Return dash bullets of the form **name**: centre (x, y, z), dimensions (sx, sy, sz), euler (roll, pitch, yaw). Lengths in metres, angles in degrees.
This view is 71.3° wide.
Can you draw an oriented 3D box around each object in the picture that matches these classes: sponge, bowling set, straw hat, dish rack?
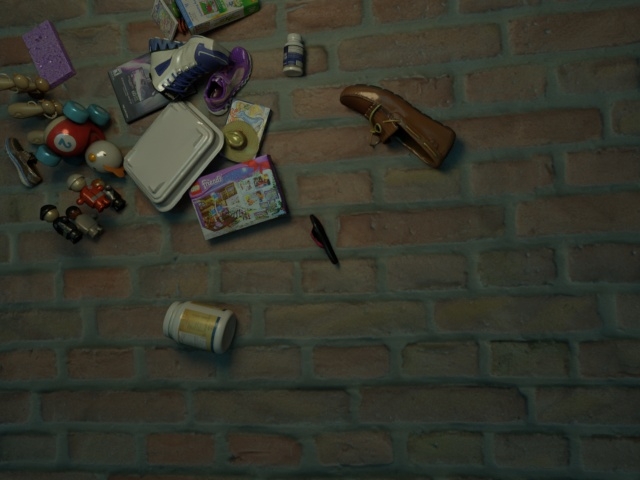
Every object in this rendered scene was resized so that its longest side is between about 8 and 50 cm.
- **sponge**: centre (-0.967, -0.660, 1.589), dimensions (0.117, 0.031, 0.210), euler (-26, 86, 7)
- **bowling set**: centre (-0.959, -0.487, 1.521), dimensions (0.154, 0.287, 0.200), euler (-5, 56, 2)
- **straw hat**: centre (-0.273, -0.326, 1.443), dimensions (0.144, 0.061, 0.145), euler (0, 91, 8)
- **dish rack**: centre (-0.500, -0.293, 1.464), dimensions (0.333, 0.072, 0.285), euler (-48, 64, 4)

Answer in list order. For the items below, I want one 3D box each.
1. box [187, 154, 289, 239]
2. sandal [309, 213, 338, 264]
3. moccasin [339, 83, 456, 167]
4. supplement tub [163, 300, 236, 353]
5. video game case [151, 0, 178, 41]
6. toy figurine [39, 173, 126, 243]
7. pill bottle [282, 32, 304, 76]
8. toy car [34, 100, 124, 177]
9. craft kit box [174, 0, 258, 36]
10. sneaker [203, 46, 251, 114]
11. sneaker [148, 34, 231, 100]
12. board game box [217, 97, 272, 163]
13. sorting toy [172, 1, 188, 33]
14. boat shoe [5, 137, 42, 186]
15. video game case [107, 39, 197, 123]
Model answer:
- **box**: centre (-0.271, -0.140, 1.462), dimensions (0.293, 0.057, 0.201), euler (-17, 97, 10)
- **sandal**: centre (0.000, 0.000, 1.442), dimensions (0.040, 0.067, 0.179), euler (-25, 89, 18)
- **moccasin**: centre (0.223, -0.353, 1.383), dimensions (0.379, 0.139, 0.147), euler (32, 85, -3)
- **supplement tub**: centre (-0.391, 0.278, 1.453), dimensions (0.199, 0.144, 0.145), euler (12, 92, 8)
- **video game case**: centre (-0.529, -0.750, 1.512), dimensions (0.122, 0.011, 0.087), euler (56, 140, 5)
- **toy figurine**: centre (-0.780, -0.111, 1.473), dimensions (0.148, 0.209, 0.213), euler (41, 96, -6)
- **pill bottle**: centre (-0.087, -0.603, 1.451), dimensions (0.067, 0.067, 0.120), euler (3, 90, 8)
- **toy car**: centre (-0.754, -0.295, 1.477), dimensions (0.238, 0.210, 0.219), euler (41, 105, 0)
- **craft kit box**: centre (-0.366, -0.832, 1.466), dimensions (0.246, 0.061, 0.250), euler (-25, 86, -6)
- **sneaker**: centre (-0.310, -0.531, 1.463), dimensions (0.095, 0.104, 0.237), euler (30, 93, 8)
- **sneaker**: centre (-0.433, -0.537, 1.425), dimensions (0.315, 0.127, 0.182), euler (12, 92, 28)
- **board game box**: centre (-0.255, -0.358, 1.489), dimensions (0.136, 0.035, 0.201), euler (17, 93, 7)
- **sorting toy**: centre (-0.462, -0.753, 1.506), dimensions (0.042, 0.061, 0.102), euler (-8, 112, 7)
- **boat shoe**: centre (-1.047, -0.286, 1.588), dimensions (0.066, 0.066, 0.183), euler (-23, 97, 2)
- **video game case**: centre (-0.581, -0.546, 1.540), dimensions (0.274, 0.026, 0.196), euler (-21, 87, 8)
